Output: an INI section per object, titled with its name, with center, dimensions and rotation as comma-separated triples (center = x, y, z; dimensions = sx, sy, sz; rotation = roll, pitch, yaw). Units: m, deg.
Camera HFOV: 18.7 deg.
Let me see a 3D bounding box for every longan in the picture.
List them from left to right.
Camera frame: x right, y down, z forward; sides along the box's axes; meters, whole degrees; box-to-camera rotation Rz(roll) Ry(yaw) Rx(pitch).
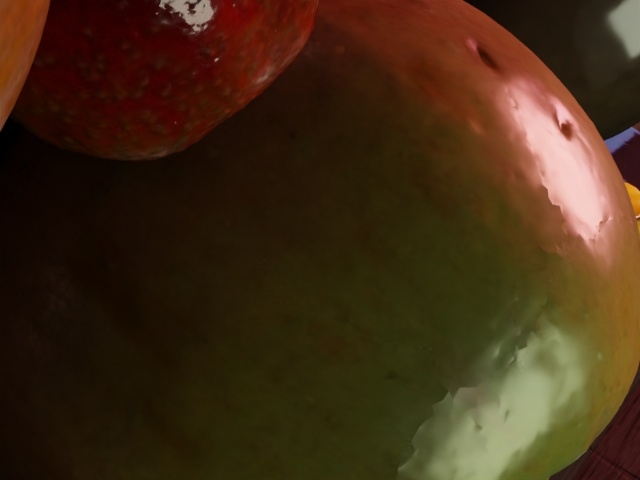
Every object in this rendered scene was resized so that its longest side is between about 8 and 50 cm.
[longan]
center = 0.135, -0.165, 1.111
dimensions = 0.248, 0.248, 0.248
rotation = -46, 159, -24

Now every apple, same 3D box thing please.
[apple]
center = -0.002, 0.037, 0.962
dimensions = 0.338, 0.305, 0.338
rotation = -51, 164, -21

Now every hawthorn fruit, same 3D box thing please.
[hawthorn fruit]
center = -0.087, -0.126, 0.767
dimensions = 0.157, 0.157, 0.194
rotation = -49, 142, -17

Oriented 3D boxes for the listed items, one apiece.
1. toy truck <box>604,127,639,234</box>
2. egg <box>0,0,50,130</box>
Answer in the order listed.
[toy truck]
center = 0.111, 0.037, 1.450
dimensions = 0.385, 0.162, 0.161
rotation = -37, 154, -39
[egg]
center = -0.177, -0.074, 0.561
dimensions = 0.233, 0.195, 0.195
rotation = -45, 158, -16
